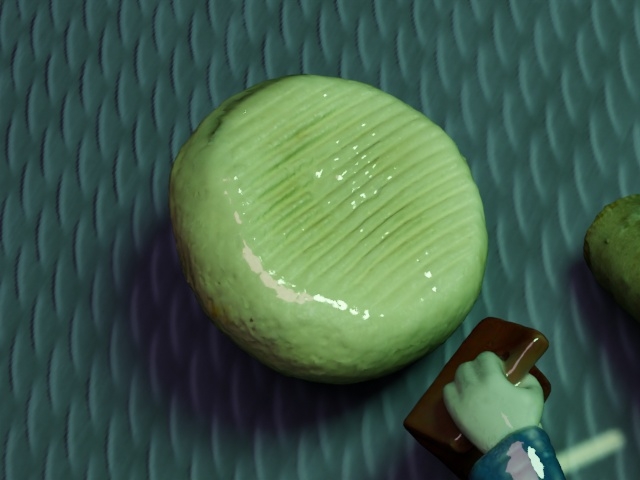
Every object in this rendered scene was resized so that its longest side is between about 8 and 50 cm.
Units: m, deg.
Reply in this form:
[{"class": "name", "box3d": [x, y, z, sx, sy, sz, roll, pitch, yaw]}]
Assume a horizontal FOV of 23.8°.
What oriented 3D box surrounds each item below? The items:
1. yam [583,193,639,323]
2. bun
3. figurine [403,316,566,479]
[{"class": "yam", "box3d": [0.256, 0.079, 0.810, 0.083, 0.083, 0.371, -33, 36, -6]}, {"class": "bun", "box3d": [0.000, 0.000, 0.966, 0.222, 0.127, 0.222, 11, 48, -12]}, {"class": "figurine", "box3d": [0.127, 0.185, 0.833, 0.338, 0.204, 0.283, 6, 55, 2]}]
